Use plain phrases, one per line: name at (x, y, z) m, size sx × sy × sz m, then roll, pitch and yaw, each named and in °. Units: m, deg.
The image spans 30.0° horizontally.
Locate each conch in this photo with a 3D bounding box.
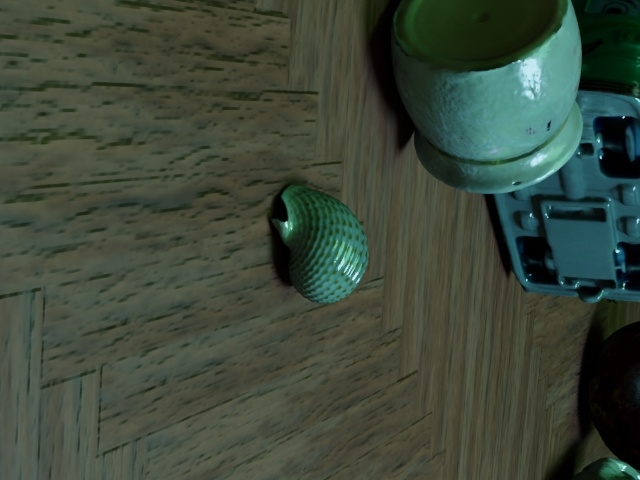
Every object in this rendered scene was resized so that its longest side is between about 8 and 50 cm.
conch at (0.004, 0.001, 0.826) m, size 0.085 × 0.056 × 0.076 m, roll 71°, pitch 23°, yaw -45°

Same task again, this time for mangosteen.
mangosteen at (0.534, 0.220, 1.743) m, size 0.231 × 0.289 × 0.231 m, roll -15°, pitch 90°, yaw -70°

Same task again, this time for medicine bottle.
medicine bottle at (0.135, -0.130, 0.956) m, size 0.143 × 0.147 × 0.147 m, roll 70°, pitch 37°, yaw -47°

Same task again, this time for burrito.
burrito at (0.381, 0.361, 1.662) m, size 0.089 × 0.144 × 0.229 m, roll 71°, pitch 19°, yaw 2°

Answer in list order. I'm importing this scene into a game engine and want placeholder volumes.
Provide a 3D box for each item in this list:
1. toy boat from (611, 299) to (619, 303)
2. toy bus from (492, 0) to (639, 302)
toy boat at (0.457, 0.033, 1.800) m, size 0.084 × 0.066 × 0.210 m, roll -51°, pitch 154°, yaw -29°
toy bus at (0.276, -0.102, 1.224) m, size 0.343 × 0.183 × 0.199 m, roll 67°, pitch 35°, yaw -49°
